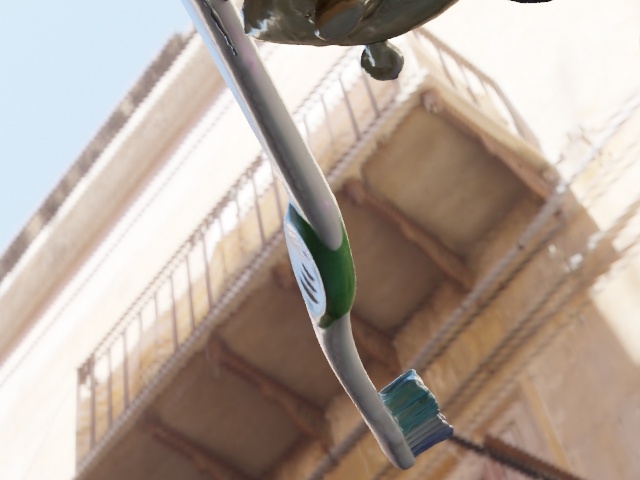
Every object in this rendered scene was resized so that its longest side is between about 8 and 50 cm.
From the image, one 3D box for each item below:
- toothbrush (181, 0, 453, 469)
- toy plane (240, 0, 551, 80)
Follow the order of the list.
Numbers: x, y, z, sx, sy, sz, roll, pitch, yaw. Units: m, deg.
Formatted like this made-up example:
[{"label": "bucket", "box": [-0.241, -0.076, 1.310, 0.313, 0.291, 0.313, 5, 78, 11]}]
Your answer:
[{"label": "toothbrush", "box": [-0.004, 0.003, 0.705, 0.040, 0.042, 0.418, -35, -37, -5]}, {"label": "toy plane", "box": [0.062, -0.140, 0.420, 0.108, 0.092, 0.286, 42, -48, -15]}]
